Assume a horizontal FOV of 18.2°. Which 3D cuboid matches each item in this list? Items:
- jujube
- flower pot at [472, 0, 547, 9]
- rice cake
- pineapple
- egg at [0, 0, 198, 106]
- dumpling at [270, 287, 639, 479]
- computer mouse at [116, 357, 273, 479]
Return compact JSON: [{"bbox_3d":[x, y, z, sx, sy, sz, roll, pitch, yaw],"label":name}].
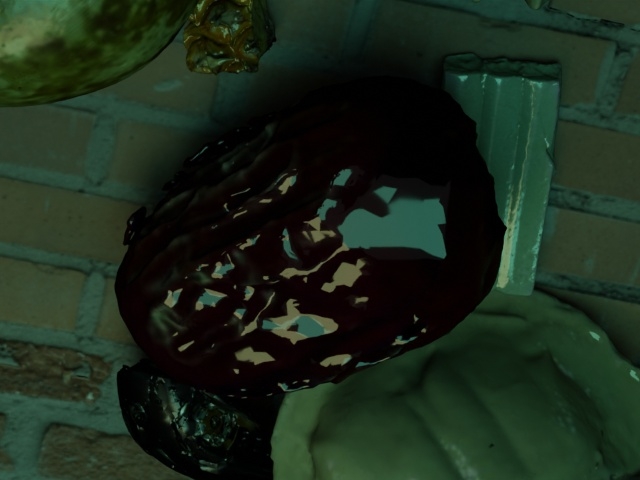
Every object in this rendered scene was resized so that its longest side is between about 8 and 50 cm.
[{"bbox_3d":[0.000,0.000,1.813,0.376,0.258,0.258,-25,117,29],"label":"jujube"},{"bbox_3d":[0.209,-0.382,1.674,0.367,0.164,0.254,-38,119,15],"label":"flower pot"},{"bbox_3d":[0.164,-0.059,1.900,0.127,0.043,0.237,5,115,-5],"label":"rice cake"},{"bbox_3d":[-0.074,-0.206,1.790,0.069,0.116,0.137,4,76,18],"label":"pineapple"},{"bbox_3d":[-0.228,-0.231,1.672,0.289,0.238,0.238,-46,112,-5],"label":"egg"},{"bbox_3d":[0.135,0.180,1.926,0.395,0.233,0.316,-16,86,-7],"label":"dumpling"},{"bbox_3d":[-0.119,0.196,1.958,0.241,0.146,0.077,40,73,-37],"label":"computer mouse"}]
